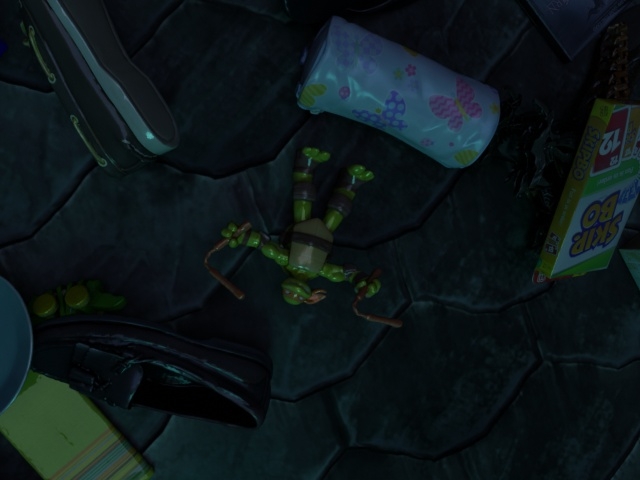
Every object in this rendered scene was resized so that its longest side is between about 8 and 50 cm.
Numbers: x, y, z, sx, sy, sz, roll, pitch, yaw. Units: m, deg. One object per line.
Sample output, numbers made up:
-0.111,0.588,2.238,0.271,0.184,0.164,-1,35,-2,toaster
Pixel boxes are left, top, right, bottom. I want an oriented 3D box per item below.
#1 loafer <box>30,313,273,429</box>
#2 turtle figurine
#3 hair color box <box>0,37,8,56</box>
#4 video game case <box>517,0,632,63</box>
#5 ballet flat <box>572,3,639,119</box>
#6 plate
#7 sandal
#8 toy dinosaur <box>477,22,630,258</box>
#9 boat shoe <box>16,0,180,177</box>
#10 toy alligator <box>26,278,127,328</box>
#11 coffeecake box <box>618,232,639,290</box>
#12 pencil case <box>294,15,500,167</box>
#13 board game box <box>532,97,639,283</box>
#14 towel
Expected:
-0.203,0.165,0.694,0.302,0.095,0.109,12,129,-16,loafer
0.000,0.000,0.761,0.269,0.087,0.218,19,79,-5,turtle figurine
-0.517,-0.309,0.578,0.339,0.185,0.110,44,83,-10,hair color box
0.359,-0.438,0.868,0.196,0.026,0.274,-44,100,-9,video game case
0.459,-0.256,0.884,0.084,0.058,0.250,23,79,26,ballet flat
-0.410,0.126,0.668,0.188,0.024,0.188,-2,80,14,plate
0.069,-0.343,0.761,0.254,0.054,0.097,-25,131,-14,sandal
0.343,-0.127,0.806,0.218,0.164,0.322,6,92,-17,toy dinosaur
-0.293,-0.230,0.674,0.096,0.116,0.325,-28,100,17,boat shoe
-0.333,0.082,0.705,0.189,0.056,0.051,-15,56,0,toy alligator
0.589,0.055,0.913,0.142,0.068,0.186,-34,99,-11,coffeecake box
0.104,-0.193,0.768,0.272,0.113,0.124,19,97,-13,pencil case
0.368,-0.054,0.756,0.124,0.039,0.260,-6,122,-28,board game box
-0.324,0.244,0.725,0.102,0.021,0.237,-39,99,-15,towel
